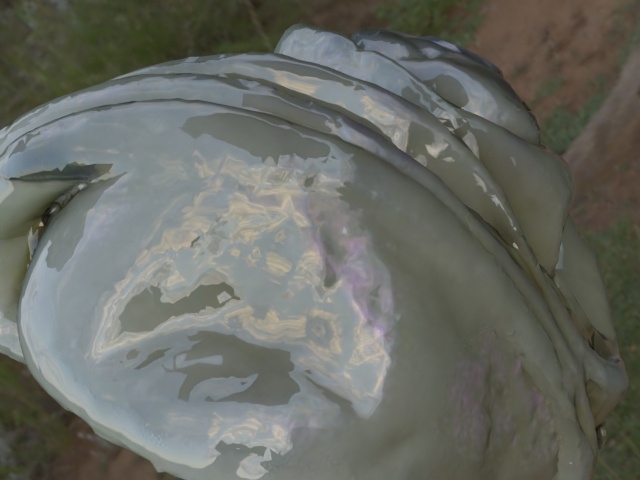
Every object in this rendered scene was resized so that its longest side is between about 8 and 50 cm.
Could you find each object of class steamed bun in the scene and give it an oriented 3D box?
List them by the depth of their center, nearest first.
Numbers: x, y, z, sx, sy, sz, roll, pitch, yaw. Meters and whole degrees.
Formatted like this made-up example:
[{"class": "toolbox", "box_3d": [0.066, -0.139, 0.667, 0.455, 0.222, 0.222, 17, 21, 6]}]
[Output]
[{"class": "steamed bun", "box_3d": [0.000, 0.000, 0.570, 0.268, 0.280, 0.207, 22, 88, 41]}]
